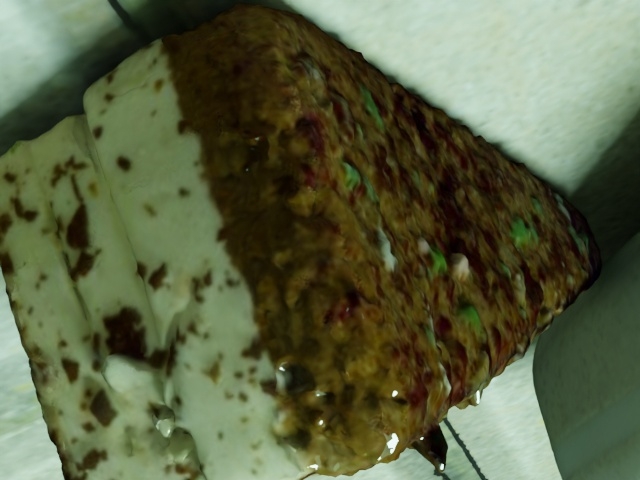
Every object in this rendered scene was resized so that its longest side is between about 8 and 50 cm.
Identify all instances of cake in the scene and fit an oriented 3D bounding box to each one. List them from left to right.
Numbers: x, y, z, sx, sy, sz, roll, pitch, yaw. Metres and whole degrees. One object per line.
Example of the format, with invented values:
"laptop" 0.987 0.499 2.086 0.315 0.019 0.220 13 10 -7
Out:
"cake" 0.002 -0.007 0.543 0.112 0.135 0.246 -24 -177 26

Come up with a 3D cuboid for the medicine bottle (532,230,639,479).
"medicine bottle" 0.282 0.019 0.672 0.375 0.123 0.282 -6 158 -28
